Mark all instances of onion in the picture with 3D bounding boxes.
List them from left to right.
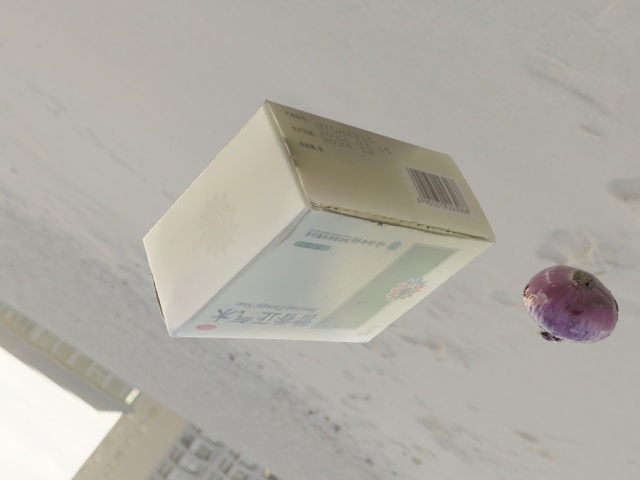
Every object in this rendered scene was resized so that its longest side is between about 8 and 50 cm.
[{"bbox_3d":[0.301,0.084,1.017,0.115,0.104,0.115,20,-151,-12],"label":"onion"}]

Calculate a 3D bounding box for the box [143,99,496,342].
[{"bbox_3d":[0.000,0.000,0.641,0.212,0.168,0.095,8,-129,-44],"label":"box"}]
